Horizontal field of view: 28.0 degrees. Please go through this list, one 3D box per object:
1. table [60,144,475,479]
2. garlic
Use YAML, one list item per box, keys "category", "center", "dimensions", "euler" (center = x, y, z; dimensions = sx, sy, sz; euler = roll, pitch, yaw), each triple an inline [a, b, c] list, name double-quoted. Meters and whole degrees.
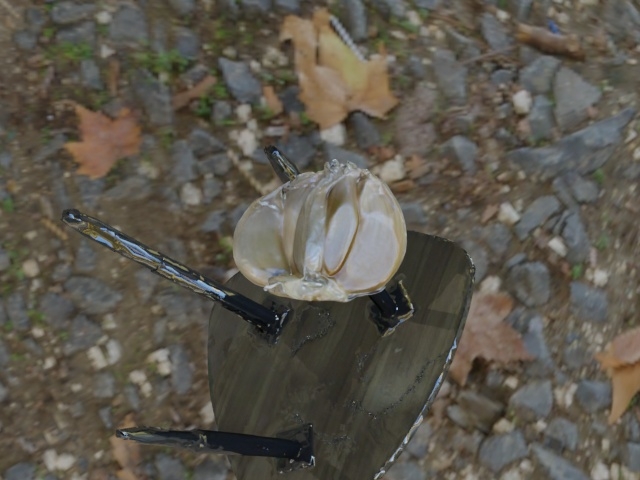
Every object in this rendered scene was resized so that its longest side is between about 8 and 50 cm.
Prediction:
- category: "table"
  center: [-0.081, 0.063, 1.150]
  dimensions: [0.317, 0.249, 0.317]
  euler: [-20, 55, 32]
- category: "garlic"
  center: [-0.001, -0.003, 0.841]
  dimensions: [0.113, 0.074, 0.094]
  euler: [5, 81, -13]
